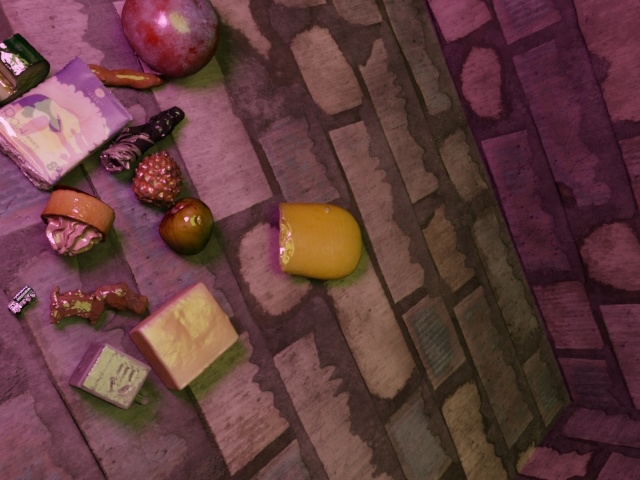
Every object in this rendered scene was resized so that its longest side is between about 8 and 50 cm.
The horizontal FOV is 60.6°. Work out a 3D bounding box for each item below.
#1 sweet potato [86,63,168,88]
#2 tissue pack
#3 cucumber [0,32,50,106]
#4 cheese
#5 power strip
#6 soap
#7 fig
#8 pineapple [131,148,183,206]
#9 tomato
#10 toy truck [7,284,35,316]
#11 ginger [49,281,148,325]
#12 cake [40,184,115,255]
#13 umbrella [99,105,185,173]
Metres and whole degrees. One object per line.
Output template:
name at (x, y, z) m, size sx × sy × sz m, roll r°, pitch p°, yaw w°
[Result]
sweet potato at (-0.618, -0.526, 1.789) m, size 0.281 × 0.067 × 0.059 m, roll -3°, pitch 84°, yaw -38°
tissue pack at (-0.762, -0.342, 1.609) m, size 0.242 × 0.125 × 0.343 m, roll 51°, pitch 57°, yaw -21°
cucumber at (-0.856, -0.481, 1.531) m, size 0.130 × 0.191 × 0.191 m, roll 46°, pitch 58°, yaw -24°
cheese at (-0.432, 0.305, 1.764) m, size 0.265 × 0.124 × 0.242 m, roll -41°, pitch 104°, yaw -35°
power strip at (-0.591, 0.409, 1.609) m, size 0.224 × 0.139 × 0.140 m, roll 38°, pitch 61°, yaw -27°
soap at (-0.002, 0.001, 2.152) m, size 0.428 × 0.115 × 0.305 m, roll 7°, pitch 75°, yaw -38°
fig at (-0.432, -0.040, 1.787) m, size 0.181 × 0.181 × 0.191 m, roll -40°, pitch 139°, yaw -35°
pineapple at (-0.517, -0.206, 1.763) m, size 0.166 × 0.166 × 0.193 m, roll 21°, pitch 71°, yaw -34°
tomato at (-0.486, -0.694, 1.794) m, size 0.317 × 0.283 × 0.316 m, roll 33°, pitch 44°, yaw -38°
toy truck at (-0.832, 0.168, 1.528) m, size 0.044 × 0.039 × 0.083 m, roll 39°, pitch 58°, yaw -7°
ginger at (-0.651, 0.188, 1.634) m, size 0.290 × 0.084 × 0.122 m, roll -1°, pitch 77°, yaw -39°
cake at (-0.708, -0.039, 1.569) m, size 0.185 × 0.208 × 0.178 m, roll 44°, pitch 62°, yaw -50°
umbrella at (-0.566, -0.343, 1.763) m, size 0.106 × 0.113 × 0.357 m, roll 57°, pitch 43°, yaw -23°
